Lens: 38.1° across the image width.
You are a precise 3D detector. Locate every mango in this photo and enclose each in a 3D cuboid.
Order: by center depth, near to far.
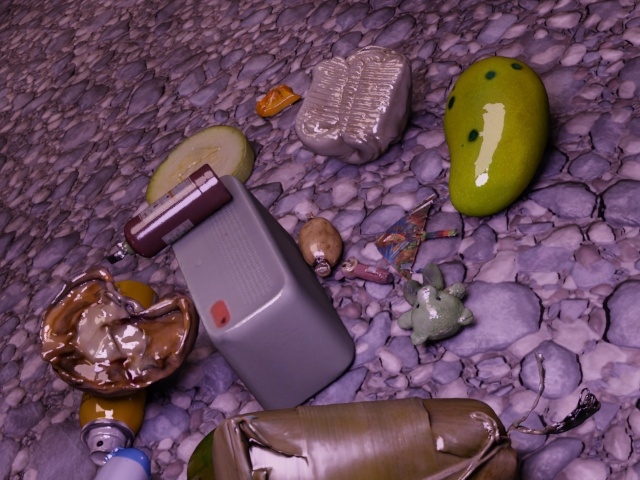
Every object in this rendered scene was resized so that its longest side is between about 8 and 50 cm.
[{"bbox_3d":[0.276,-0.170,1.477,0.175,0.143,0.293,-8,54,34],"label":"mango"}]

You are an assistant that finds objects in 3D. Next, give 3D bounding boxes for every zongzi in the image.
[{"bbox_3d":[0.109,0.357,1.059,0.447,0.181,0.418,-6,76,0],"label":"zongzi"}]

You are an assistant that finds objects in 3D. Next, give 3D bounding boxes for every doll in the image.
[{"bbox_3d":[0.155,0.086,1.349,0.115,0.077,0.150,-31,28,6],"label":"doll"}]

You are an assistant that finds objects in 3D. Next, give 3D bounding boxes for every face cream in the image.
[{"bbox_3d":[-0.319,0.418,1.318,0.264,0.083,0.149,-66,10,-29],"label":"face cream"},{"bbox_3d":[-0.340,0.222,1.559,0.105,0.105,0.348,-23,39,17],"label":"face cream"}]

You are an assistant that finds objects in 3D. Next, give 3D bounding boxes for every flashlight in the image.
[{"bbox_3d":[0.070,0.049,1.484,0.110,0.031,0.052,12,57,45],"label":"flashlight"}]

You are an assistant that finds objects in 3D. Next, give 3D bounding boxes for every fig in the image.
[{"bbox_3d":[-0.146,0.324,1.306,0.177,0.117,0.117,-28,36,28],"label":"fig"}]

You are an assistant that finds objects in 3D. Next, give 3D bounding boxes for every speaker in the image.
[{"bbox_3d":[-0.112,0.069,1.479,0.183,0.184,0.406,-35,36,1],"label":"speaker"}]

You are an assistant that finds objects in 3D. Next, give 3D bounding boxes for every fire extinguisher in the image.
[{"bbox_3d":[-0.252,-0.030,1.496,0.231,0.071,0.099,-37,9,1],"label":"fire extinguisher"}]

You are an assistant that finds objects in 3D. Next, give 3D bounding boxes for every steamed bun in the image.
[{"bbox_3d":[0.077,-0.244,1.712,0.211,0.144,0.218,11,83,30],"label":"steamed bun"}]

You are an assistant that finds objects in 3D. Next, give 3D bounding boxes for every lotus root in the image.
[{"bbox_3d":[0.000,0.000,1.563,0.072,0.063,0.152,-7,41,-8],"label":"lotus root"}]

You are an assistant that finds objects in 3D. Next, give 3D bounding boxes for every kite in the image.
[{"bbox_3d":[0.152,-0.004,1.495,0.160,0.010,0.183,-8,47,37],"label":"kite"}]

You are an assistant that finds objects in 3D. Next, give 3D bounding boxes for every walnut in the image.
[{"bbox_3d":[-0.314,0.161,1.452,0.238,0.141,0.204,18,60,17],"label":"walnut"}]

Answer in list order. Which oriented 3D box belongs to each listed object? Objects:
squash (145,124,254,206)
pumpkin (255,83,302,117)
[{"bbox_3d":[-0.251,-0.136,1.926,0.252,0.049,0.252,-21,40,19],"label":"squash"},{"bbox_3d":[-0.097,-0.305,2.001,0.101,0.035,0.073,-32,39,2],"label":"pumpkin"}]
